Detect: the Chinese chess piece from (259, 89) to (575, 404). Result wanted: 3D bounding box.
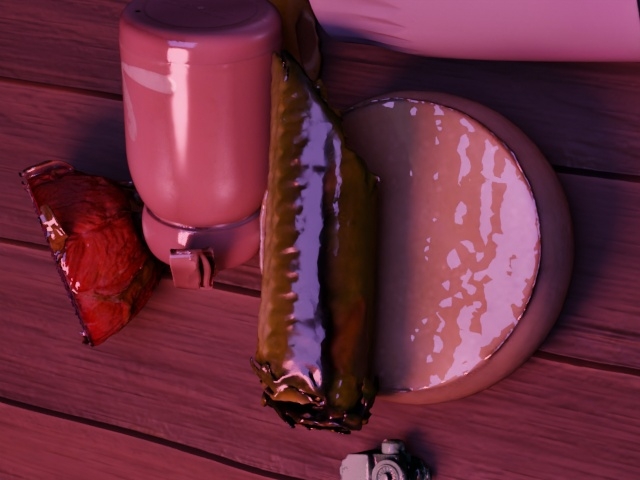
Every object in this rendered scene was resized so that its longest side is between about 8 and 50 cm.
[{"bbox_3d":[0.100,0.007,1.504,0.338,0.140,0.338,-1,89,21],"label":"Chinese chess piece"}]

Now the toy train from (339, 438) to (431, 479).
[{"bbox_3d":[0.066,0.304,1.544,0.099,0.070,0.172,-4,86,33],"label":"toy train"}]

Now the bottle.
[{"bbox_3d":[-0.131,-0.105,1.517,0.173,0.206,0.297,3,119,0],"label":"bottle"}]

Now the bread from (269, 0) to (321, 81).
[{"bbox_3d":[-0.090,-0.224,1.618,0.173,0.085,0.134,-4,87,23],"label":"bread"}]

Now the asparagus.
[{"bbox_3d":[0.000,0.000,1.411,0.128,0.108,0.382,1,88,20],"label":"asparagus"}]

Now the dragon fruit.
[{"bbox_3d":[-0.243,-0.001,1.636,0.148,0.218,0.224,-21,123,-11],"label":"dragon fruit"}]

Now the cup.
[{"bbox_3d":[0.184,-0.303,1.421,0.371,0.253,0.253,2,88,24],"label":"cup"}]
